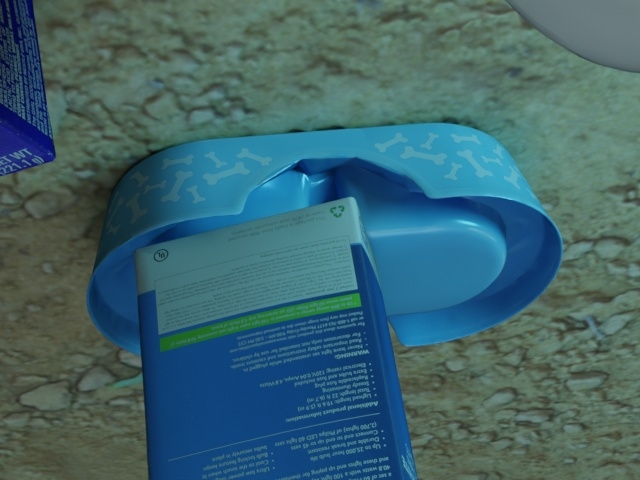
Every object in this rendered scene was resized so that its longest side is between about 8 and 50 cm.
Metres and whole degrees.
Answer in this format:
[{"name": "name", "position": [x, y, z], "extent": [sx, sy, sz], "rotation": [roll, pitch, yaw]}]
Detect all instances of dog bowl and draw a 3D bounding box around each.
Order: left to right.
[{"name": "dog bowl", "position": [0.000, 0.000, 0.832], "extent": [0.297, 0.074, 0.166], "rotation": [-5, 145, -7]}]

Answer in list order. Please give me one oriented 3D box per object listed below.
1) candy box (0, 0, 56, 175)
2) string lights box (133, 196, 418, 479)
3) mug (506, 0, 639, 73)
[{"name": "candy box", "position": [-0.291, -0.086, 0.516], "extent": [0.268, 0.122, 0.317], "rotation": [-16, 165, 8]}, {"name": "string lights box", "position": [-0.020, 0.112, 0.694], "extent": [0.133, 0.259, 0.077], "rotation": [-13, 145, 6]}, {"name": "mug", "position": [0.154, -0.227, 0.393], "extent": [0.374, 0.276, 0.328], "rotation": [28, 138, -30]}]
